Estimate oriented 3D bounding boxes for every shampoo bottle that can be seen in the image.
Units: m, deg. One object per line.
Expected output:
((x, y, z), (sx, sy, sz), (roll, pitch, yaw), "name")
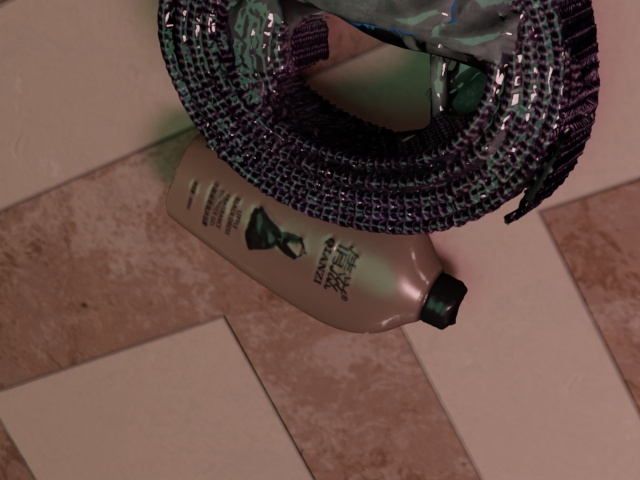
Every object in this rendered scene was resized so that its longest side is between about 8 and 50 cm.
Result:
((0.000, 0.000, 1.268), (0.257, 0.078, 0.127), (25, 111, 14), "shampoo bottle")

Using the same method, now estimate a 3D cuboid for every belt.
((0.041, -0.141, 1.140), (0.325, 0.122, 0.260), (17, 114, 22), "belt")
